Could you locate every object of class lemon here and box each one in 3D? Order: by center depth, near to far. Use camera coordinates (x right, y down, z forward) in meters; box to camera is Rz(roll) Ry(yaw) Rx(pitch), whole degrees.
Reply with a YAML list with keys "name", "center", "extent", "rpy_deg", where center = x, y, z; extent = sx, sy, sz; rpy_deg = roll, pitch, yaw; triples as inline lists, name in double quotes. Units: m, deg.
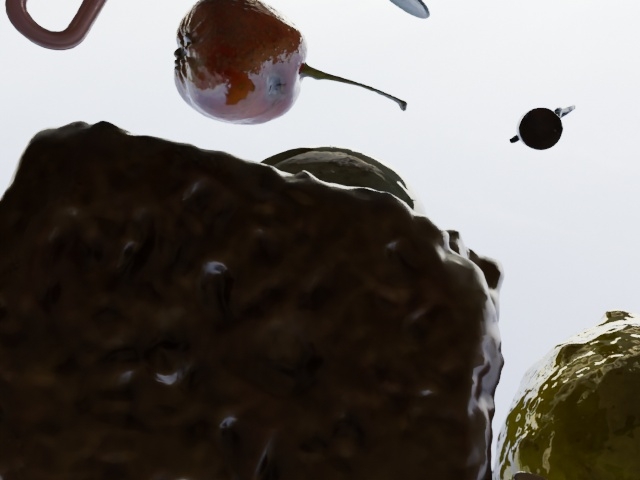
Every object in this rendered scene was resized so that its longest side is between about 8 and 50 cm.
- name: "lemon"
  center: [0.289, 0.196, 0.842]
  extent: [0.316, 0.285, 0.285]
  rpy_deg: [-25, -144, -36]

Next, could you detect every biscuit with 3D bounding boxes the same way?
- name: "biscuit"
  center: [-0.072, 0.110, 0.698]
  extent: [0.395, 0.166, 0.342]
  rpy_deg: [13, -109, 0]

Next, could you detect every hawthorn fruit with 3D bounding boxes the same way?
- name: "hawthorn fruit"
  center: [-0.034, -0.211, 1.170]
  extent: [0.285, 0.165, 0.165]
  rpy_deg: [3, -145, -15]

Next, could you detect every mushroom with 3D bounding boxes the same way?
- name: "mushroom"
  center: [0.000, 0.000, 0.998]
  extent: [0.226, 0.178, 0.226]
  rpy_deg: [-5, -138, 5]

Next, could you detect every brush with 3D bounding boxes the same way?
- name: "brush"
  center: [-0.178, -0.237, 0.758]
  extent: [0.047, 0.103, 0.233]
  rpy_deg: [-34, -148, 47]

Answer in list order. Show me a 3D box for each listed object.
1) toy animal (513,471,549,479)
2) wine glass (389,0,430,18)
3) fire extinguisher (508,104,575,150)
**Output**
- name: "toy animal"
  center: [0.156, 0.201, 0.629]
  extent: [0.089, 0.083, 0.150]
  rpy_deg: [4, 180, 27]
- name: "wine glass"
  center: [0.131, -0.313, 0.931]
  extent: [0.195, 0.079, 0.079]
  rpy_deg: [-54, -135, 0]
- name: "fire extinguisher"
  center: [0.235, -0.121, 1.020]
  extent: [0.078, 0.045, 0.157]
  rpy_deg: [-27, 180, 12]
